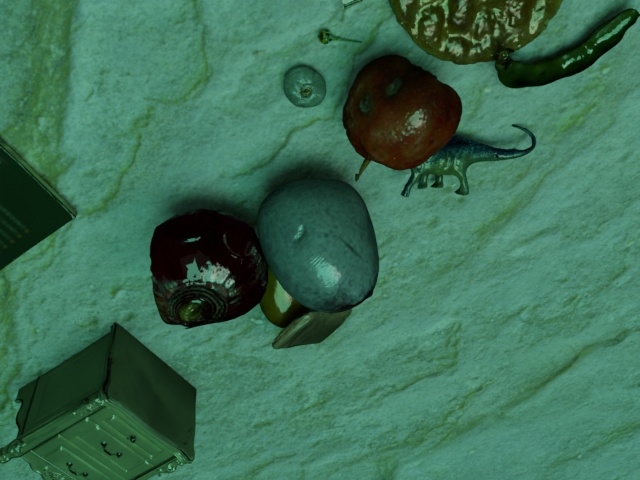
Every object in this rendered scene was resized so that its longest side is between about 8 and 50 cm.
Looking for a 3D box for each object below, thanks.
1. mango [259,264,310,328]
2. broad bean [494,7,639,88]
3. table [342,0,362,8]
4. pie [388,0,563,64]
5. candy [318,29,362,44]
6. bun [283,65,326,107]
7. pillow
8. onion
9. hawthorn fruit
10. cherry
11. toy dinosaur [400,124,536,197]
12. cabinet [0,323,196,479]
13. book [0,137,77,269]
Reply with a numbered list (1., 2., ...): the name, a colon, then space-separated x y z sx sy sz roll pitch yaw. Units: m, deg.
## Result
1. mango: -0.083 0.115 1.625 0.111 0.089 0.163 -27 115 -3
2. broad bean: 0.439 -0.339 1.377 0.292 0.049 0.144 -18 158 -12
3. table: 0.051 -0.448 1.257 0.062 0.079 0.083 -21 123 8
4. pie: 0.268 -0.457 1.283 0.340 0.083 0.339 -5 123 -7
5. candy: 0.036 -0.363 1.353 0.083 0.025 0.023 0 153 -18
6. bun: -0.029 -0.280 1.382 0.083 0.045 0.083 -4 120 -7
7. pillow: -0.017 0.193 1.657 0.135 0.034 0.211 -41 158 20
8. onion: -0.210 0.037 1.465 0.207 0.216 0.206 -5 127 3
9. hawthorn fruit: 0.123 -0.203 1.355 0.208 0.207 0.243 24 113 -22
10. cherry: 0.000 0.000 1.454 0.218 0.296 0.255 -25 153 11
11. toy dinosaur: 0.241 -0.159 1.484 0.363 0.076 0.147 4 112 -3
12. cabinet: -0.492 0.413 1.688 0.318 0.227 0.290 -32 123 14
13. book: -0.700 -0.040 1.463 0.371 0.043 0.260 -32 120 13
